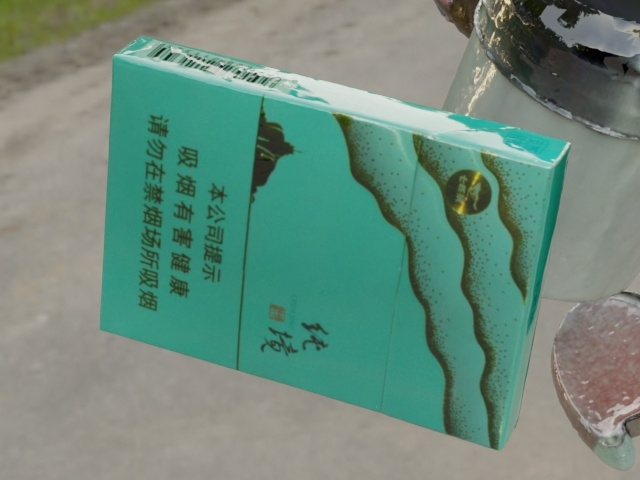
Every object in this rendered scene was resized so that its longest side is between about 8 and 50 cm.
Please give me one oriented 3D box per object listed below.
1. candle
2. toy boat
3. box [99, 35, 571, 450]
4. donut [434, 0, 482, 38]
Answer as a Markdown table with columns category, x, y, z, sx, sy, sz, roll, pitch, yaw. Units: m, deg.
| category | x | y | z | sx | sy | sz | roll | pitch | yaw |
| --- | --- | --- | --- | --- | --- | --- | --- | --- | --- |
| candle | 0.202 | -0.082 | 1.361 | 0.221 | 0.342 | 0.221 | 12 | 36 | -9 |
| toy boat | 0.334 | 0.153 | 1.799 | 0.155 | 0.085 | 0.227 | -24 | 43 | 6 |
| box | 0.000 | 0.000 | 0.831 | 0.226 | 0.161 | 0.042 | 16 | 30 | 16 |
| donut | 0.297 | -0.279 | 1.743 | 0.345 | 0.136 | 0.259 | -17 | 56 | -13 |
